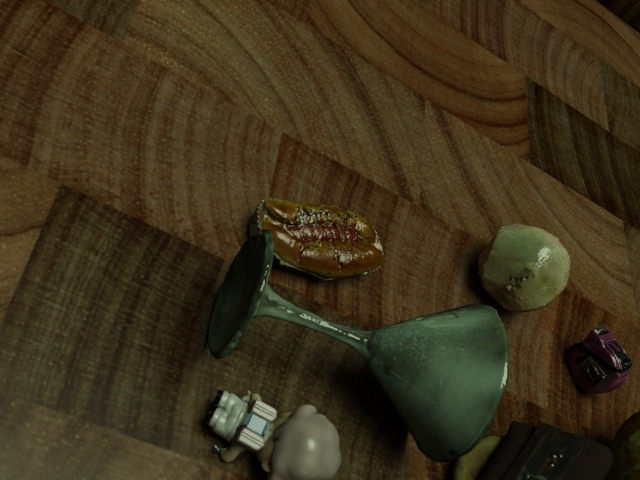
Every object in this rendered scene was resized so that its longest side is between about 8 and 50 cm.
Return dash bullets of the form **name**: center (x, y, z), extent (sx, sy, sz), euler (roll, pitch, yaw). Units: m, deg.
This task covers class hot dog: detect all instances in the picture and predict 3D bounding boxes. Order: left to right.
- **hot dog**: center (0.000, 0.000, 1.381), extent (0.268, 0.075, 0.144), euler (9, 54, -37)

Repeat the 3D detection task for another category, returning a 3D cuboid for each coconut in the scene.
- **coconut**: center (0.407, 0.056, 1.591), extent (0.194, 0.194, 0.194), euler (20, 52, -27)

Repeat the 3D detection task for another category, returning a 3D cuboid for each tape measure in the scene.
- **tape measure**: center (0.570, 0.250, 1.632), extent (0.074, 0.118, 0.125), euler (-7, 49, -39)

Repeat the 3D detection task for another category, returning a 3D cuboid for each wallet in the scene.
- **wallet**: center (0.354, 0.383, 1.282), extent (0.229, 0.182, 0.049), euler (-35, 126, -47)

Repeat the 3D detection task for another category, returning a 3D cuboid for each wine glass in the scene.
- **wine glass**: center (0.053, 0.147, 1.204), extent (0.406, 0.267, 0.267), euler (25, 49, -20)

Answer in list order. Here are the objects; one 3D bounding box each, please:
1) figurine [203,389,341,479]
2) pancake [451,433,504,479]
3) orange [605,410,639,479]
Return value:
- **figurine**: center (-0.055, 0.287, 1.131), extent (0.229, 0.112, 0.137), euler (30, 52, -5)
- **pancake**: center (0.332, 0.470, 1.348), extent (0.294, 0.049, 0.294), euler (21, 51, -28)
- **orange**: center (0.683, 0.472, 1.481), extent (0.329, 0.249, 0.329), euler (27, 46, -32)
